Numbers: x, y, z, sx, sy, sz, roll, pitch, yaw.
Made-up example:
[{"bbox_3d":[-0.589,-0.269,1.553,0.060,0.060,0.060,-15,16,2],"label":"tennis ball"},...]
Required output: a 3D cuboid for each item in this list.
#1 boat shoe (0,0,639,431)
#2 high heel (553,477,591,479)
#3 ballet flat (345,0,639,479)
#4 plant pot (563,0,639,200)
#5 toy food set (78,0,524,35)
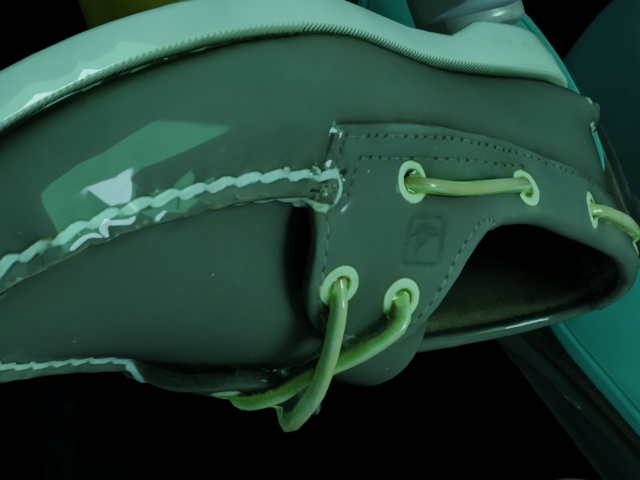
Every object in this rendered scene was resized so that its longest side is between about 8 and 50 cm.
[{"bbox_3d":[0.003,-0.003,0.444,0.305,0.109,0.091,-11,66,-55],"label":"boat shoe"},{"bbox_3d":[0.110,0.170,0.649,0.244,0.082,0.117,-4,112,-75],"label":"high heel"},{"bbox_3d":[0.087,0.015,0.618,0.280,0.095,0.096,59,-17,21],"label":"ballet flat"},{"bbox_3d":[0.203,-0.013,0.746,0.293,0.196,0.293,34,49,-51],"label":"plant pot"},{"bbox_3d":[0.003,-0.113,0.516,0.232,0.111,0.104,-18,88,-34],"label":"toy food set"}]
